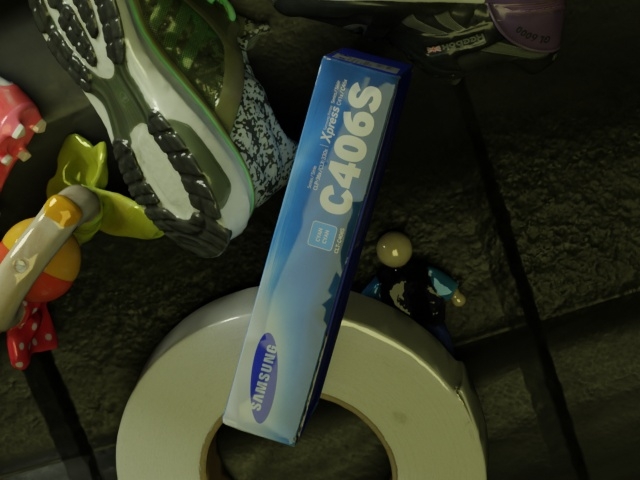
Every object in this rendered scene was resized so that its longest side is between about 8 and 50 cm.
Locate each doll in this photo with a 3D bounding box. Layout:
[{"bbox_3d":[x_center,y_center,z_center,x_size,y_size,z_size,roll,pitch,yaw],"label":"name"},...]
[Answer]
[{"bbox_3d":[0.088,0.080,1.823,0.129,0.046,0.189,-10,112,2],"label":"doll"}]

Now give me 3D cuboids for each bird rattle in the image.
[{"bbox_3d":[-0.278,0.017,1.722,0.253,0.207,0.143,-45,88,6],"label":"bird rattle"}]

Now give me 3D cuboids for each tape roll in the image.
[{"bbox_3d":[-0.017,0.228,1.842,0.392,0.072,0.392,3,114,6],"label":"tape roll"}]

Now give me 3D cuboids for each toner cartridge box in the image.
[{"bbox_3d":[0.000,0.000,1.635,0.075,0.165,0.348,17,100,6],"label":"toner cartridge box"}]

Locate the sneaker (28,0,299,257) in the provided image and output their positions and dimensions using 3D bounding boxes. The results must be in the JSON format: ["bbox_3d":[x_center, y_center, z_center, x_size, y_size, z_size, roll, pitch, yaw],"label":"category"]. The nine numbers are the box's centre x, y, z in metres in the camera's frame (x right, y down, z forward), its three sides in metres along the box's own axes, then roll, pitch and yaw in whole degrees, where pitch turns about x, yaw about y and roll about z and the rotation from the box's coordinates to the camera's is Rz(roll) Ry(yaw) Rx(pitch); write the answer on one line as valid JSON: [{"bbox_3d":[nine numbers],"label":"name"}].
[{"bbox_3d":[-0.141,-0.195,1.684,0.158,0.182,0.410,-17,100,53],"label":"sneaker"}]

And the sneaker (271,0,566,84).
[{"bbox_3d":[0.094,-0.203,1.684,0.283,0.107,0.124,0,118,-1],"label":"sneaker"}]

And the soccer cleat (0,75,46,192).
[{"bbox_3d":[-0.363,-0.057,1.757,0.095,0.083,0.248,41,114,15],"label":"soccer cleat"}]
